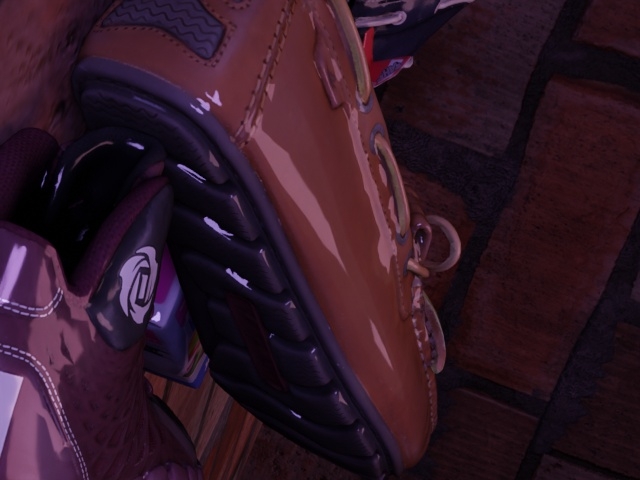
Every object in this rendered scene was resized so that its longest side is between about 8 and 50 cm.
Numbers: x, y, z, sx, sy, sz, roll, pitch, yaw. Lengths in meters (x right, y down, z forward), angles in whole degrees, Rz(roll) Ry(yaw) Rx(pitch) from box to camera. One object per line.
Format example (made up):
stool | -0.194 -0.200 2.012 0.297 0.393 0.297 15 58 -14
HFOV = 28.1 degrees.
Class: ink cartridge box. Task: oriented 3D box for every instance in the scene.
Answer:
ink cartridge box | -0.077 -0.009 0.830 0.311 0.065 0.186 105 6 -76

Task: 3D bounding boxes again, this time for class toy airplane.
toy airplane | 0.013 -0.092 0.892 0.151 0.028 0.151 -48 154 -33

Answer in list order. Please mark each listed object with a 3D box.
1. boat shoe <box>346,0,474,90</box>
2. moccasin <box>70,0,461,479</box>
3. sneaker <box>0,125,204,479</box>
boat shoe | 0.073 -0.214 1.021 0.340 0.127 0.158 -20 142 -49
moccasin | -0.003 -0.001 0.656 0.147 0.139 0.380 -53 141 -25
sneaker | -0.088 0.037 0.527 0.281 0.106 0.162 28 79 -86
